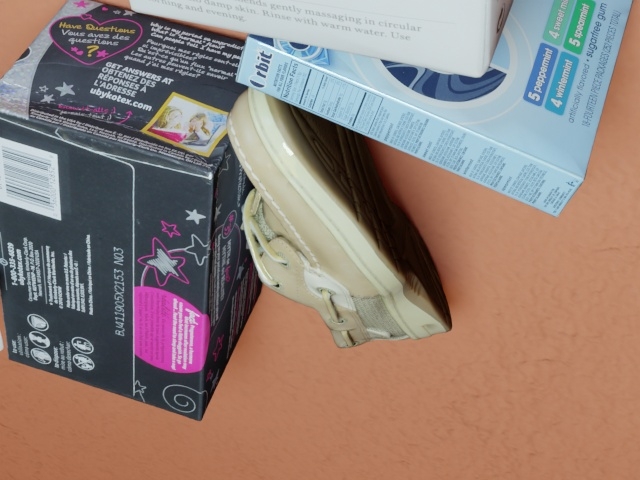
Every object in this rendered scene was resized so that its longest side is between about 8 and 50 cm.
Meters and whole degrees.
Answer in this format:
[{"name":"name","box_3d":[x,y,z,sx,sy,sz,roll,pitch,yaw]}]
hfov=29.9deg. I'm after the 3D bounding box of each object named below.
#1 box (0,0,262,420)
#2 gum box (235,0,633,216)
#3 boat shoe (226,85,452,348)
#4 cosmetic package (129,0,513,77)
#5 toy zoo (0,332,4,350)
[{"name":"box","box_3d":[-0.128,-0.020,0.838,0.163,0.142,0.247,17,135,9]},{"name":"gum box","box_3d":[0.068,-0.115,0.654,0.184,0.157,0.041,23,146,-1]},{"name":"boat shoe","box_3d":[0.000,0.000,0.760,0.098,0.109,0.302,-20,152,12]},{"name":"cosmetic package","box_3d":[-0.003,-0.250,0.471,0.197,0.155,0.365,14,148,14]},{"name":"toy zoo","box_3d":[-0.315,-0.031,0.871,0.293,0.030,0.192,33,143,37]}]
